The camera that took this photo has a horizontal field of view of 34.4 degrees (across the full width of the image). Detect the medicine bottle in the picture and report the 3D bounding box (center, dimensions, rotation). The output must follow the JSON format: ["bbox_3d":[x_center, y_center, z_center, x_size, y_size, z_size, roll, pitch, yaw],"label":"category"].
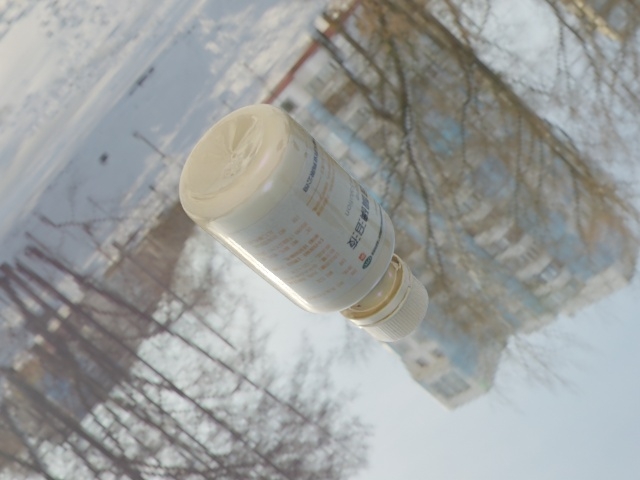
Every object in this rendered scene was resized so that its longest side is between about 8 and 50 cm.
[{"bbox_3d":[0.000,0.000,0.870,0.114,0.252,0.114,-25,-137,26],"label":"medicine bottle"}]
